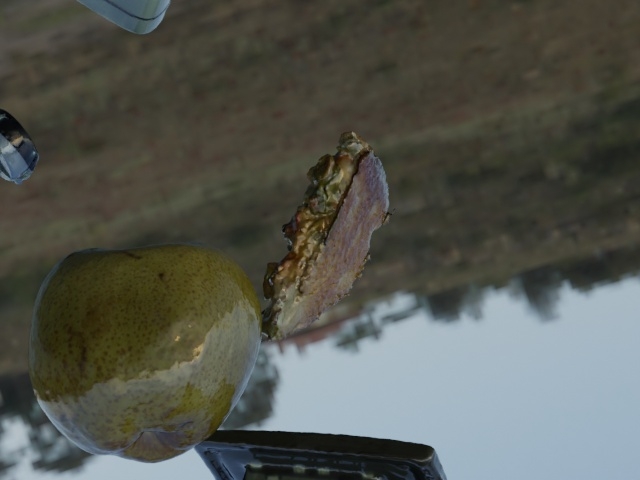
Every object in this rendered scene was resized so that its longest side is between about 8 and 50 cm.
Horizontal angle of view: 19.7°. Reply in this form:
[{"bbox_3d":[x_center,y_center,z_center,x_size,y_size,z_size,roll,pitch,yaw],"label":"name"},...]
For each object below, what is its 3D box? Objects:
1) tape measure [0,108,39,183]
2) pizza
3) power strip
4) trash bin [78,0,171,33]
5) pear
[{"bbox_3d":[-0.368,-0.113,2.123,0.054,0.091,0.094,-41,-134,-20],"label":"tape measure"},{"bbox_3d":[0.000,0.000,1.881,0.069,0.226,0.147,24,180,24],"label":"pizza"},{"bbox_3d":[0.013,0.281,1.878,0.257,0.251,0.092,3,-128,19],"label":"power strip"},{"bbox_3d":[-0.178,-0.264,1.646,0.059,0.116,0.130,-57,177,-37],"label":"trash bin"},{"bbox_3d":[-0.169,0.109,1.794,0.228,0.211,0.188,-5,168,3],"label":"pear"}]
